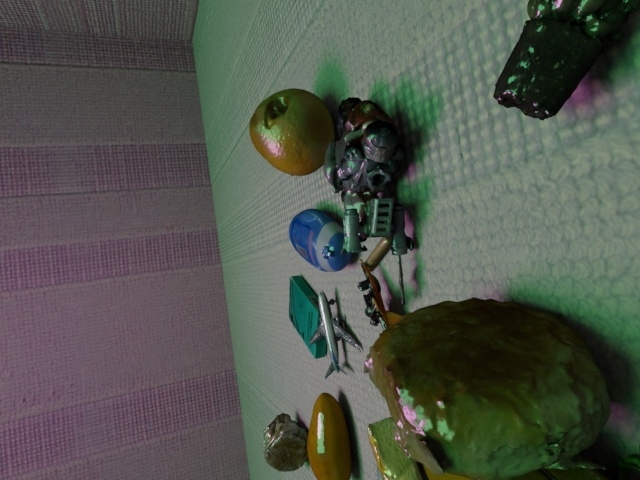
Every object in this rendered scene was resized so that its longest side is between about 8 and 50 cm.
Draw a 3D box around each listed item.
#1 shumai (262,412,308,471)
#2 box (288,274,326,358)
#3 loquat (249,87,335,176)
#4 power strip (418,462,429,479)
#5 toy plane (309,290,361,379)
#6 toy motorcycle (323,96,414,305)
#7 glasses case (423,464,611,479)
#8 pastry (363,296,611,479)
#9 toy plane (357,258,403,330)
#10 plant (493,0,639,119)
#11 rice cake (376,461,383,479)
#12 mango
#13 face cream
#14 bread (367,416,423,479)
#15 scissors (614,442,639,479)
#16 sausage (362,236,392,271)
[{"bbox_3d":[-0.122,0.724,1.488,0.142,0.184,0.184,-91,2,-72],"label":"shumai"},{"bbox_3d":[-0.042,0.227,1.261,0.226,0.042,0.161,-137,46,-56],"label":"box"},{"bbox_3d":[-0.059,-0.259,0.994,0.213,0.213,0.213,173,90,-67],"label":"loquat"},{"bbox_3d":[0.211,0.289,0.662,0.044,0.064,0.305,-129,38,-57],"label":"power strip"},{"bbox_3d":[0.026,0.244,1.079,0.226,0.058,0.226,-15,76,54],"label":"toy plane"},{"bbox_3d":[0.091,-0.078,0.752,0.207,0.134,0.401,-179,86,-73],"label":"toy motorcycle"},{"bbox_3d":[0.263,0.320,0.436,0.371,0.141,0.173,-147,43,-64],"label":"glasses case"},{"bbox_3d":[0.186,0.162,0.484,0.257,0.236,0.120,-129,26,-69],"label":"pastry"},{"bbox_3d":[0.107,0.121,0.835,0.188,0.062,0.135,58,179,32],"label":"toy plane"},{"bbox_3d":[0.239,-0.196,0.409,0.094,0.092,0.143,29,107,20],"label":"plant"},{"bbox_3d":[0.149,0.566,0.924,0.043,0.034,0.211,-159,64,-74],"label":"rice cake"},{"bbox_3d":[0.021,0.541,1.116,0.138,0.113,0.253,167,98,-66],"label":"mango"},{"bbox_3d":[0.000,0.000,1.046,0.264,0.083,0.149,-150,55,-62],"label":"face cream"},{"bbox_3d":[0.140,0.416,0.775,0.188,0.068,0.125,71,176,-54],"label":"bread"},{"bbox_3d":[0.363,0.273,0.352,0.204,0.027,0.101,-122,31,-49],"label":"scissors"},{"bbox_3d":[0.116,0.033,0.862,0.132,0.024,0.024,117,140,-51],"label":"sausage"}]
